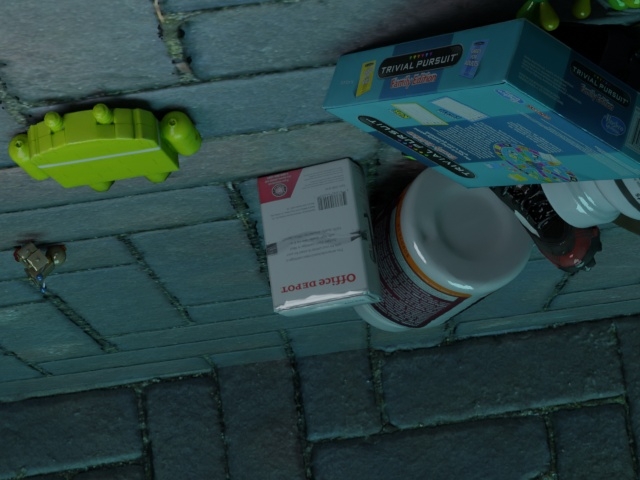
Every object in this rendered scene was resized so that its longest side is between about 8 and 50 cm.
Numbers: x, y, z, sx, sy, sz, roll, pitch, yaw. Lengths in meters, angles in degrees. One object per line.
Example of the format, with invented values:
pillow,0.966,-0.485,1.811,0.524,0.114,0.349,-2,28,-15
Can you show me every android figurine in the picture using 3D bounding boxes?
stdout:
android figurine,-0.288,-0.124,1.836,0.248,0.056,0.273,-9,166,7

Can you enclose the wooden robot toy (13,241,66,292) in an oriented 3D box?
wooden robot toy,-0.476,0.027,2.379,0.079,0.076,0.173,-41,174,-16

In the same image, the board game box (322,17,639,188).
board game box,0.202,-0.150,1.620,0.254,0.079,0.336,26,166,-32

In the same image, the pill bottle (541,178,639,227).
pill bottle,0.478,-0.146,1.833,0.363,0.210,0.210,-19,162,41

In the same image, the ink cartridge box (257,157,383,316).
ink cartridge box,0.000,0.000,2.146,0.158,0.218,0.092,-11,166,16

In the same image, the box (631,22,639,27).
box,0.433,-0.247,1.710,0.054,0.059,0.169,4,162,-42

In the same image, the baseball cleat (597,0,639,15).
baseball cleat,0.399,-0.288,1.554,0.206,0.072,0.109,2,177,-19

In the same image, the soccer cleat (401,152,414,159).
soccer cleat,0.179,-0.147,1.988,0.072,0.060,0.179,1,167,-26

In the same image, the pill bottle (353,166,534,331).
pill bottle,0.184,0.023,2.322,0.224,0.224,0.392,-3,165,-17

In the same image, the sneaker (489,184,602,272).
sneaker,0.314,-0.065,2.021,0.135,0.276,0.097,26,120,-41

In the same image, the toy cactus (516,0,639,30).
toy cactus,0.261,-0.296,1.403,0.180,0.112,0.219,25,152,-31

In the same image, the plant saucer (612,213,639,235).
plant saucer,0.513,-0.056,2.289,0.278,0.041,0.278,29,178,1

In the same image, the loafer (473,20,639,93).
loafer,0.320,-0.210,1.643,0.302,0.109,0.095,5,155,17
